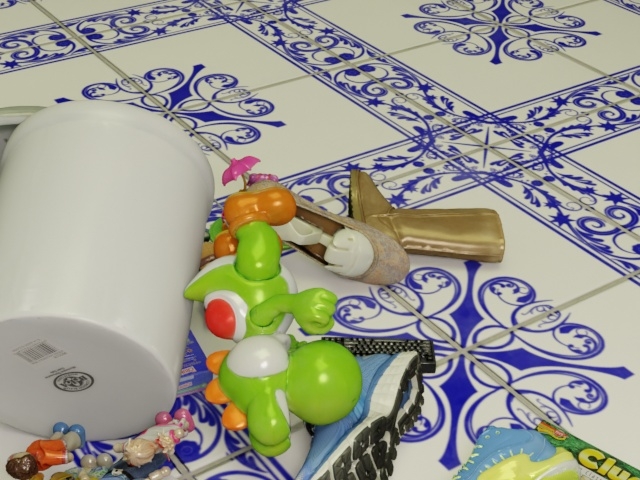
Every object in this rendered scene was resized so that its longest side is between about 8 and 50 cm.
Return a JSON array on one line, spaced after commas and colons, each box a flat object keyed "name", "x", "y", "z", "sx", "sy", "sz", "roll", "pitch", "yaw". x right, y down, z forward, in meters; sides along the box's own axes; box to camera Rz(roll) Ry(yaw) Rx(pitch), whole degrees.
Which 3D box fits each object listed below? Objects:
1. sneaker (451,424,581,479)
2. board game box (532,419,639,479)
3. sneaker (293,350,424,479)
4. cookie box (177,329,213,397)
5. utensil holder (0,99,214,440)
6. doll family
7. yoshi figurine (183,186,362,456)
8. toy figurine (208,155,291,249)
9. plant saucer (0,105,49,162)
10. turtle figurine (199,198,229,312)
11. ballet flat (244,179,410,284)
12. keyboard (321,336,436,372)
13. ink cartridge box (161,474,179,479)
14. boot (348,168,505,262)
[{"name": "sneaker", "x": 0.215, "y": 0.319, "z": 1.425, "sx": 0.240, "sy": 0.091, "sz": 0.126, "roll": -15, "pitch": 32, "yaw": -13}, {"name": "board game box", "x": 0.378, "y": 0.343, "z": 1.459, "sx": 0.259, "sy": 0.030, "sz": 0.136, "roll": 25, "pitch": 38, "yaw": 31}, {"name": "sneaker", "x": 0.030, "y": 0.269, "z": 1.495, "sx": 0.147, "sy": 0.130, "sz": 0.330, "roll": 1, "pitch": 27, "yaw": 26}, {"name": "cookie box", "x": -0.224, "y": 0.191, "z": 1.649, "sx": 0.091, "sy": 0.040, "sz": 0.107, "roll": -12, "pitch": 35, "yaw": -21}, {"name": "utensil holder", "x": -0.331, "y": 0.047, "z": 1.551, "sx": 0.327, "sy": 0.328, "sz": 0.386, "roll": 2, "pitch": 49, "yaw": 0}, {"name": "doll family", "x": -0.278, "y": 0.303, "z": 1.377, "sx": 0.262, "sy": 0.118, "sz": 0.163, "roll": -11, "pitch": 7, "yaw": 18}, {"name": "yoshi figurine", "x": -0.041, "y": 0.114, "z": 1.459, "sx": 0.203, "sy": 0.203, "sz": 0.362, "roll": -28, "pitch": 52, "yaw": 25}, {"name": "toy figurine", "x": -0.118, "y": -0.075, "z": 1.952, "sx": 0.173, "sy": 0.159, "sz": 0.130, "roll": 10, "pitch": 34, "yaw": 11}, {"name": "plant saucer", "x": -0.470, "y": -0.116, "z": 1.779, "sx": 0.400, "sy": 0.400, "sz": 0.101, "roll": -4, "pitch": 59, "yaw": -8}, {"name": "turtle figurine", "x": -0.183, "y": 0.032, "z": 1.827, "sx": 0.175, "sy": 0.118, "sz": 0.234, "roll": -26, "pitch": 56, "yaw": -11}, {"name": "ballet flat", "x": 0.000, "y": 0.000, "z": 1.843, "sx": 0.315, "sy": 0.108, "sz": 0.106, "roll": 24, "pitch": 18, "yaw": 8}, {"name": "keyboard", "x": 0.090, "y": 0.183, "z": 1.694, "sx": 0.180, "sy": 0.023, "sz": 0.108, "roll": 1, "pitch": 33, "yaw": 0}, {"name": "ink cartridge box", "x": -0.168, "y": 0.402, "z": 1.320, "sx": 0.232, "sy": 0.066, "sz": 0.189, "roll": 18, "pitch": 36, "yaw": 31}, {"name": "boot", "x": 0.188, "y": -0.042, "z": 1.993, "sx": 0.269, "sy": 0.089, "sz": 0.236, "roll": 0, "pitch": 44, "yaw": -3}]
